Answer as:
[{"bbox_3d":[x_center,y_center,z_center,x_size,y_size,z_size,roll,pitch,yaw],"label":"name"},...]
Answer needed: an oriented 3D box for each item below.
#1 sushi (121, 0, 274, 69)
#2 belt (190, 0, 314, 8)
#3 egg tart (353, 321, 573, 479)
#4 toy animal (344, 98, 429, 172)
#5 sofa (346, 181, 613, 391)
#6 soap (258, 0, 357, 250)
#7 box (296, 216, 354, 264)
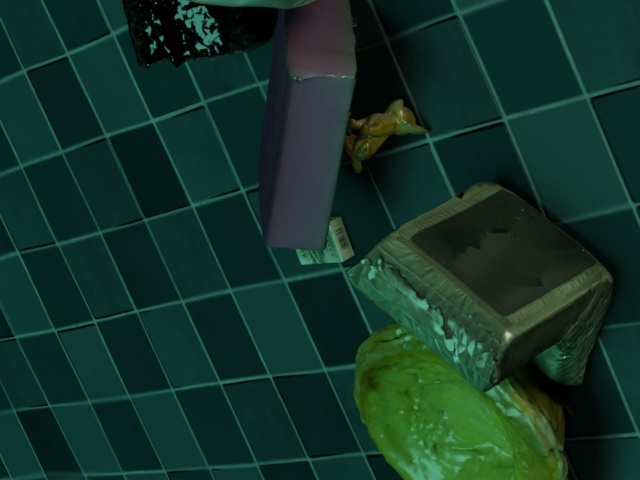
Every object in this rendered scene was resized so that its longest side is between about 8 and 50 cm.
[{"bbox_3d":[-0.159,-0.267,2.255,0.212,0.147,0.115,7,120,53],"label":"sushi"},{"bbox_3d":[-0.140,-0.424,1.987,0.436,0.300,0.173,44,142,21],"label":"belt"},{"bbox_3d":[0.176,0.201,2.190,0.315,0.120,0.315,30,142,27],"label":"egg tart"},{"bbox_3d":[0.072,-0.116,2.141,0.060,0.083,0.081,24,119,55],"label":"toy animal"},{"bbox_3d":[0.165,0.075,2.037,0.210,0.225,0.176,38,136,23],"label":"sofa"},{"bbox_3d":[-0.018,-0.138,2.155,0.181,0.081,0.259,-93,11,-46],"label":"soap"},{"bbox_3d":[0.000,0.000,2.354,0.083,0.024,0.054,-4,112,52],"label":"box"}]
